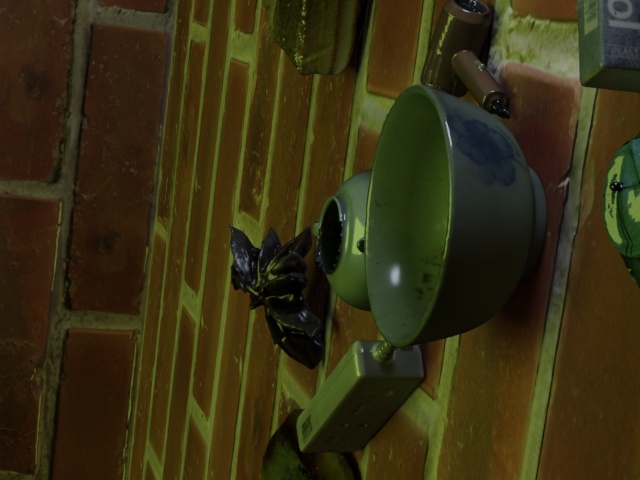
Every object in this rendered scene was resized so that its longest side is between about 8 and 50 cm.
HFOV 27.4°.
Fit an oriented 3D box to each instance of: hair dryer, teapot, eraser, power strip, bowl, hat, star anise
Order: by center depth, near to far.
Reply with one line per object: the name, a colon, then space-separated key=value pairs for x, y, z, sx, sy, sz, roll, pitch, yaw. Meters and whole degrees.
hat: x=0.285 y=-0.034 z=1.128 sx=0.138 sy=0.078 sz=0.190 roll=144 pitch=128 yaw=-71
eraser: x=0.277 y=-0.239 z=1.178 sx=0.046 sy=0.092 sz=0.212 roll=143 pitch=129 yaw=-69
bowl: x=0.156 y=-0.023 z=1.438 sx=0.289 sy=0.146 sz=0.289 roll=-177 pitch=90 yaw=-75
hair dryer: x=0.184 y=-0.200 z=1.553 sx=0.181 sy=0.064 sz=0.117 roll=-119 pitch=37 yaw=-47
teapot: x=0.066 y=-0.002 z=1.758 sx=0.294 sy=0.130 sz=0.193 roll=-162 pitch=78 yaw=-73
power strip: x=0.052 y=0.214 z=1.804 sx=0.338 sy=0.098 sz=0.058 roll=120 pitch=149 yaw=-56
star anise: x=-0.065 y=0.084 z=2.158 sx=0.283 sy=0.129 sz=0.212 roll=-139 pitch=38 yaw=-59

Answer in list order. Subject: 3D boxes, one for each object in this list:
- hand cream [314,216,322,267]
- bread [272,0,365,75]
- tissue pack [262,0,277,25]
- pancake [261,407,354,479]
hand cream: x=0.000 y=0.000 z=2.169 sx=0.030 sy=0.019 sz=0.093 roll=135 pitch=139 yaw=-63
bread: x=-0.001 y=-0.378 z=2.115 sx=0.234 sy=0.111 sz=0.184 roll=-119 pitch=33 yaw=-64
tissue pack: x=-0.057 y=-0.486 z=2.343 sx=0.196 sy=0.092 sz=0.148 roll=-108 pitch=27 yaw=-53
pancake: x=-0.033 y=0.413 z=2.098 sx=0.427 sy=0.067 sz=0.304 roll=-140 pitch=54 yaw=-67
